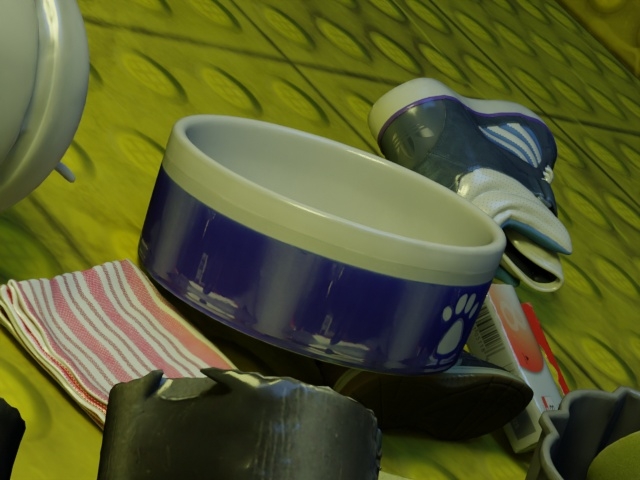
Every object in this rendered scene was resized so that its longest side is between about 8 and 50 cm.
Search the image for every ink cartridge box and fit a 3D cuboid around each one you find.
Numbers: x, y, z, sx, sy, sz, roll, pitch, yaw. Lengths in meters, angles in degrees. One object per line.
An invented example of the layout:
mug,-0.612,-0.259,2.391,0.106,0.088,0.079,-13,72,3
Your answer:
ink cartridge box,0.192,0.111,1.701,0.179,0.045,0.145,1,62,-59

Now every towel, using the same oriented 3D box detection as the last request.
towel,-0.126,0.071,1.310,0.144,0.029,0.197,44,20,13

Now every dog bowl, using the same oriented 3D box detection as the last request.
dog bowl,0.000,0.000,1.462,0.265,0.104,0.265,18,14,-5

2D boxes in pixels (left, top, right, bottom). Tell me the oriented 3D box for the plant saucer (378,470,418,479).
plant saucer,0.099,0.191,1.273,0.188,0.045,0.188,22,-9,-39

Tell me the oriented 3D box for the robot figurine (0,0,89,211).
robot figurine,-0.283,-0.116,1.186,0.353,0.200,0.300,10,75,-53

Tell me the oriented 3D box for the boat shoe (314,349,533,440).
boat shoe,0.083,0.107,1.529,0.223,0.080,0.073,9,40,-47

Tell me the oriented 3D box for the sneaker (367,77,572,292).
sneaker,0.189,-0.029,1.980,0.323,0.130,0.236,17,38,-56

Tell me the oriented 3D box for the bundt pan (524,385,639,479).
bundt pan,0.286,0.254,1.441,0.331,0.124,0.331,20,25,-10

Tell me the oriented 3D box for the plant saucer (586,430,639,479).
plant saucer,0.286,0.178,1.218,0.241,0.241,0.037,28,57,-29

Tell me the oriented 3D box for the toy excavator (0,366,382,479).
toy excavator,-0.011,0.223,0.847,0.433,0.222,0.445,2,-20,9
